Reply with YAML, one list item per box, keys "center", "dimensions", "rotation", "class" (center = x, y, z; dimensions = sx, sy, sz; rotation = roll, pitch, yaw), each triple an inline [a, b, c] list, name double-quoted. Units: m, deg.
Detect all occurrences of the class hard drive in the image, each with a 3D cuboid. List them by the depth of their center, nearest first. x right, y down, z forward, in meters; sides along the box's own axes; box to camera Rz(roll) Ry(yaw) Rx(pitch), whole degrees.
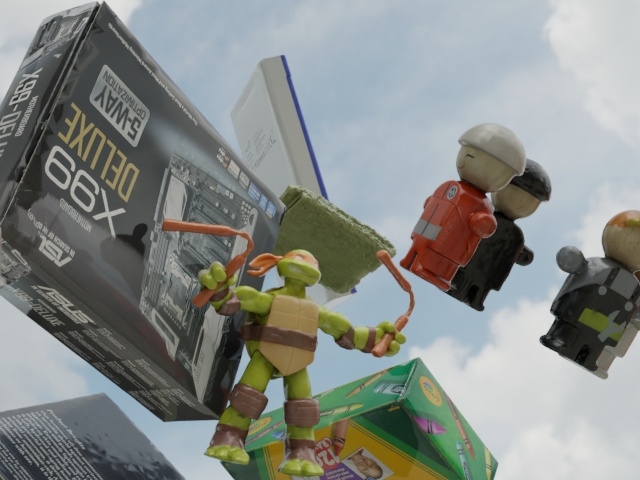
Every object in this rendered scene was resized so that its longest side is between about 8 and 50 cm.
- center: [-0.042, -0.057, 1.527]
  dimensions: [0.040, 0.318, 0.210]
  rotation: [-13, -10, -19]
  class: "hard drive"

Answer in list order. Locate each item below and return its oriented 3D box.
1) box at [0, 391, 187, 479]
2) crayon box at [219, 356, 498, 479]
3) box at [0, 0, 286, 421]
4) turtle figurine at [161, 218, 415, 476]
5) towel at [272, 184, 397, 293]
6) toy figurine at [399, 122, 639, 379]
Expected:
- center: [-0.350, 0.344, 1.294]
  dimensions: [0.296, 0.183, 0.294]
  rotation: [-50, -18, 12]
  class: "box"
- center: [0.041, 0.255, 1.327]
  dimensions: [0.278, 0.081, 0.165]
  rotation: [-25, -70, 35]
  class: "crayon box"
- center: [-0.165, -0.016, 1.019]
  dimensions: [0.076, 0.242, 0.307]
  rotation: [-7, -39, 32]
  class: "box"
- center: [-0.045, 0.094, 1.039]
  dimensions: [0.269, 0.217, 0.087]
  rotation: [19, -14, -31]
  class: "turtle figurine"
- center: [0.000, 0.000, 1.270]
  dimensions: [0.148, 0.027, 0.110]
  rotation: [31, -46, -22]
  class: "towel"
- center: [0.194, 0.009, 0.982]
  dimensions: [0.148, 0.209, 0.213]
  rotation: [-61, -24, 0]
  class: "toy figurine"
